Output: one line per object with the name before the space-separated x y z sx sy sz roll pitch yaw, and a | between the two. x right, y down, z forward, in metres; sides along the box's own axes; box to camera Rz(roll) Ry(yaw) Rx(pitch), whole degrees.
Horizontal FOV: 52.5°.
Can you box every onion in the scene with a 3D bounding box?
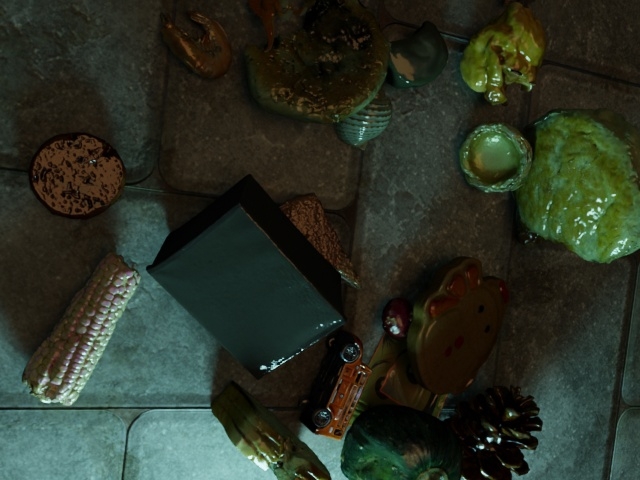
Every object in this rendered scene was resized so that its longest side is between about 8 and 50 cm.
onion | 0.206 0.199 1.665 0.107 0.097 0.107 13 72 -46

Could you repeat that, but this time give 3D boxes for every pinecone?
pinecone | 0.458 0.512 1.706 0.244 0.244 0.309 5 132 -23

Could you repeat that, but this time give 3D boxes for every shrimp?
shrimp | -0.277 -0.444 1.444 0.187 0.052 0.132 40 60 -26

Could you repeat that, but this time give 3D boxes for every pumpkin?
pumpkin | 0.208 0.505 1.595 0.293 0.263 0.196 17 89 -17

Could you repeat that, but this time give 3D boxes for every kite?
kite | 0.219 0.388 1.729 0.378 0.013 0.327 -22 101 -19

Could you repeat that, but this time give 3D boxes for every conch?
conch | 0.105 -0.306 1.583 0.135 0.102 0.153 18 88 -8

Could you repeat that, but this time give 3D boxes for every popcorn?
popcorn | 0.465 -0.474 1.674 0.190 0.191 0.253 4 101 -9

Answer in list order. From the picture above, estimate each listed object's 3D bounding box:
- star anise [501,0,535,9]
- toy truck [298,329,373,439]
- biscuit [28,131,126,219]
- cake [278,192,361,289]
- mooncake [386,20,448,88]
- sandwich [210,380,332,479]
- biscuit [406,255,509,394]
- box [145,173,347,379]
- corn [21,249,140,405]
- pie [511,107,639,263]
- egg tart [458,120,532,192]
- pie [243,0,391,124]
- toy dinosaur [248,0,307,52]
star anise | 0.522 -0.661 1.747 0.124 0.056 0.129 51 60 -16
toy truck | 0.045 0.354 1.602 0.114 0.107 0.252 27 85 -23
biscuit | -0.508 -0.135 1.365 0.192 0.049 0.191 -2 95 -16
cake | 0.000 0.000 1.550 0.113 0.116 0.295 -45 108 -13
mooncake | 0.224 -0.462 1.616 0.175 0.104 0.168 4 96 -21
sandwich | -0.107 0.464 1.469 0.095 0.249 0.273 -47 110 -11
biscuit | 0.371 0.219 1.708 0.381 0.074 0.358 -36 122 -25
box | -0.145 0.075 1.396 0.251 0.204 0.345 -36 109 14
corn | -0.493 0.182 1.362 0.127 0.127 0.335 34 78 -21
pie | 0.665 -0.146 1.653 0.181 0.418 0.394 -12 99 -22
egg tart | 0.464 -0.224 1.712 0.078 0.197 0.197 -41 114 -60
pie | 0.002 -0.415 1.504 0.296 0.078 0.371 44 73 0
toy dinosaur | -0.113 -0.535 1.459 0.142 0.057 0.212 32 70 15
